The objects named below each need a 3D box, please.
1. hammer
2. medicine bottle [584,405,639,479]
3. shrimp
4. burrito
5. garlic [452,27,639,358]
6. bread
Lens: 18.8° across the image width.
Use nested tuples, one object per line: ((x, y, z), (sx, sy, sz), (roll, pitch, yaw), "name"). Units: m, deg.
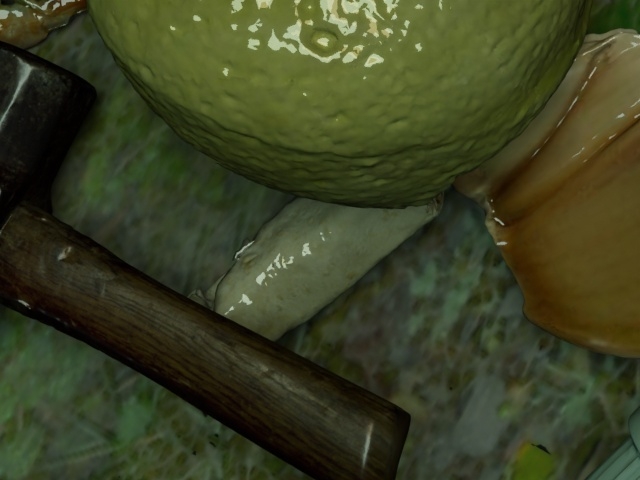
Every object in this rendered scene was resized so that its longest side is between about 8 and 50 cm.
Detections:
((-0.119, 0.048, 1.254), (0.408, 0.095, 0.242), (27, 92, 22), "hammer")
((0.310, 0.091, 1.156), (0.158, 0.158, 0.318), (44, 105, 6), "medicine bottle")
((-0.195, -0.184, 1.342), (0.190, 0.042, 0.101), (-6, 108, 7), "shrimp")
((0.000, 0.000, 1.294), (0.226, 0.060, 0.087), (-40, 47, 11), "burrito")
((0.211, -0.037, 1.243), (0.228, 0.110, 0.217), (-27, 91, 27), "garlic")
((0.007, -0.180, 1.186), (0.320, 0.237, 0.321), (-6, 71, 19), "bread")
